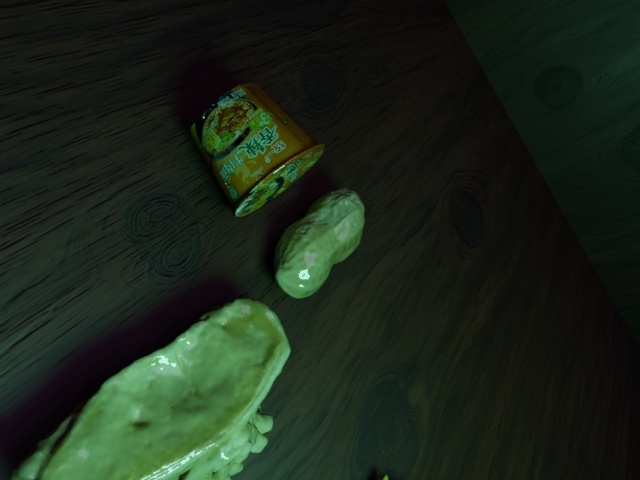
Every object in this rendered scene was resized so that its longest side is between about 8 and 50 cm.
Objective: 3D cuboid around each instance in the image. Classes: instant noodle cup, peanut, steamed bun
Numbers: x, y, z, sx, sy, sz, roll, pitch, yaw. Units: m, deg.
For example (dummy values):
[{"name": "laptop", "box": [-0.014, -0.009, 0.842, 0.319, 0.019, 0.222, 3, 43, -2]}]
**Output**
[{"name": "instant noodle cup", "box": [-0.132, -0.184, 0.903, 0.182, 0.230, 0.230, 53, 45, -1]}, {"name": "peanut", "box": [0.000, 0.000, 0.999, 0.149, 0.149, 0.313, 54, 46, -12]}, {"name": "steamed bun", "box": [-0.189, 0.282, 0.698, 0.247, 0.189, 0.428, 35, 41, 12]}]

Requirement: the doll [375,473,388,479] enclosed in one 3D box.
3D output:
[{"name": "doll", "box": [0.179, 0.606, 0.937, 0.241, 0.098, 0.135, 61, 22, -6]}]
